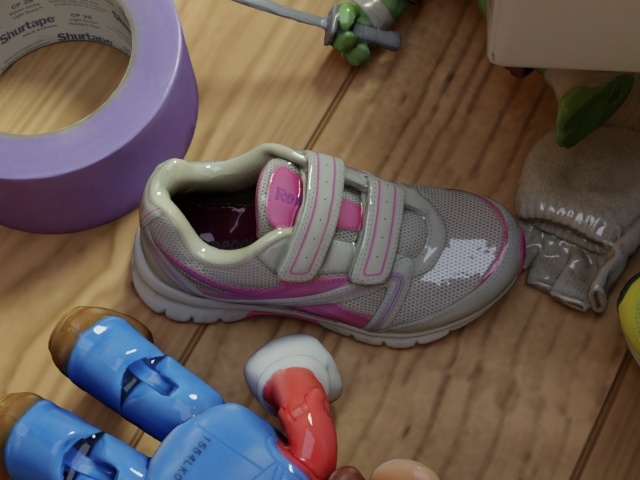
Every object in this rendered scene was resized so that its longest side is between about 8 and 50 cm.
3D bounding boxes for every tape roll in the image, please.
[{"bbox_3d":[-0.180,-0.106,0.861,0.188,0.080,0.189,-1,64,3],"label":"tape roll"}]

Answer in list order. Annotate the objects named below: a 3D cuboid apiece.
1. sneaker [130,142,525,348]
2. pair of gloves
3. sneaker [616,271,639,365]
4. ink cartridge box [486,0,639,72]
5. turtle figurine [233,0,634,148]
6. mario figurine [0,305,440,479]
[{"bbox_3d":[0.000,0.000,0.780,0.252,0.111,0.103,-1,65,3],"label":"sneaker"},{"bbox_3d":[0.247,-0.017,0.811,0.240,0.042,0.204,32,71,18],"label":"pair of gloves"},{"bbox_3d":[0.256,0.085,0.708,0.208,0.094,0.081,38,97,13],"label":"sneaker"},{"bbox_3d":[0.234,-0.290,0.662,0.285,0.166,0.395,3,64,3],"label":"ink cartridge box"},{"bbox_3d":[0.068,-0.179,0.810,0.266,0.274,0.198,43,111,27],"label":"turtle figurine"},{"bbox_3d":[-0.032,0.170,0.721,0.320,0.170,0.198,27,105,27],"label":"mario figurine"}]
